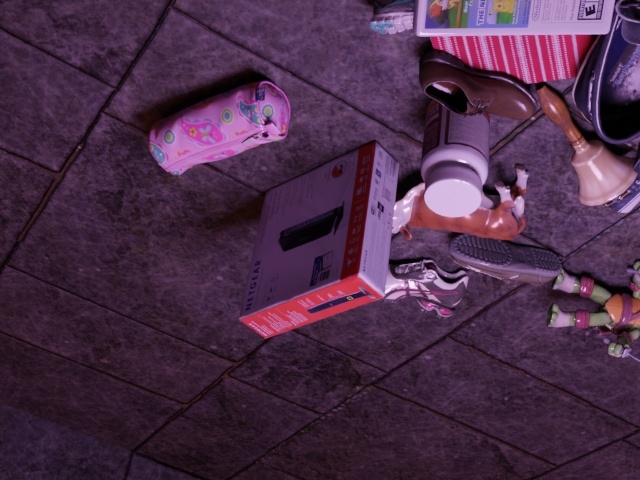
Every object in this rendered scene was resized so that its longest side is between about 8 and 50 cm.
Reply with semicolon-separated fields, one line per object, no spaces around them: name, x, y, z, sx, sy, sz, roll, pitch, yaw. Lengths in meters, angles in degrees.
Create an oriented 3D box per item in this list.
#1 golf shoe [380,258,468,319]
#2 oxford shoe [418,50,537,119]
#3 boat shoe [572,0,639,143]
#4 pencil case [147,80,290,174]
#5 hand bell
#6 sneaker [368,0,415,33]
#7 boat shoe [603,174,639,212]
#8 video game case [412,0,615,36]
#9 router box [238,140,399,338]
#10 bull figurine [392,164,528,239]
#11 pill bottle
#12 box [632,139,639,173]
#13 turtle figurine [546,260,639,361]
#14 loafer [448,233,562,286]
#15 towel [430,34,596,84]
golf shoe;0.200;0.082;2.168;0.273;0.105;0.120;15;126;-17
oxford shoe;0.274;-0.247;1.688;0.227;0.096;0.083;16;143;-10
boat shoe;0.530;-0.355;1.469;0.187;0.156;0.500;12;134;-5
pencil case;-0.193;-0.213;1.846;0.284;0.124;0.124;-14;136;28
hand bell;0.468;-0.191;1.767;0.126;0.126;0.242;-25;119;36
sneaker;0.162;-0.389;1.587;0.167;0.076;0.065;0;172;14
boat shoe;0.587;-0.118;1.841;0.083;0.065;0.183;15;145;-6
video game case;0.289;-0.453;1.357;0.300;0.036;0.329;-2;118;-8
router box;0.000;0.000;1.896;0.301;0.335;0.082;-23;133;34
bull figurine;0.268;-0.078;1.929;0.310;0.101;0.188;7;137;-6
pill bottle;0.244;-0.157;1.741;0.121;0.221;0.121;6;142;5
box;0.707;-0.152;1.658;0.270;0.143;0.165;28;137;3
turtle figurine;0.635;0.139;2.058;0.266;0.274;0.197;10;108;5
loafer;0.391;0.054;2.077;0.251;0.094;0.087;14;137;-6
towel;0.332;-0.342;1.646;0.275;0.031;0.199;-4;142;20
